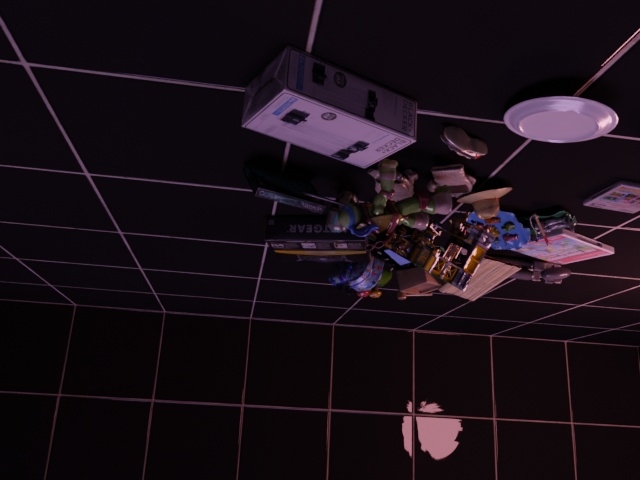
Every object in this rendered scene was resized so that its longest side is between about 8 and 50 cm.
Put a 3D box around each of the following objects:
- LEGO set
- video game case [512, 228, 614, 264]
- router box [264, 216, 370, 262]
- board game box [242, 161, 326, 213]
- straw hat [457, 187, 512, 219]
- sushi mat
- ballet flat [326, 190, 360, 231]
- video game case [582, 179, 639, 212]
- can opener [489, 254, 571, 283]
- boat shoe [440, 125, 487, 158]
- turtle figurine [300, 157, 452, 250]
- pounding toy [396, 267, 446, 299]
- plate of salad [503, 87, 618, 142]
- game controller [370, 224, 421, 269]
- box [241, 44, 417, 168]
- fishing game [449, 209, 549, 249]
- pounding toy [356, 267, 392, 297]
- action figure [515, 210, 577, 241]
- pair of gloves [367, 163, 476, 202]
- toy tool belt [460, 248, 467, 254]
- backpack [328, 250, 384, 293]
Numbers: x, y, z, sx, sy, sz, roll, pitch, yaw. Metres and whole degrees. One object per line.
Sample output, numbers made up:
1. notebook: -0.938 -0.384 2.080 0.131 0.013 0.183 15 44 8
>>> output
1. LEGO set: 0.287 -0.025 1.543 0.255 0.192 0.331 28 -177 -25
2. video game case: 0.772 0.024 1.894 0.285 0.025 0.204 15 159 -32
3. router box: 0.000 0.000 1.848 0.308 0.081 0.243 0 162 8
4. board game box: -0.087 -0.127 1.420 0.186 0.126 0.026 13 118 -31
5. straw hat: 0.418 -0.086 1.481 0.144 0.061 0.144 -11 172 -2
6. sushi mat: 0.549 0.136 2.055 0.151 0.019 0.316 14 151 -12
7. ballet flat: 0.065 -0.090 1.493 0.072 0.068 0.213 15 -152 7
8. video game case: 0.777 -0.109 1.487 0.157 0.019 0.143 8 161 -12
9. can opener: 0.724 0.094 2.041 0.283 0.076 0.095 8 159 -9
10. boat shoe: 0.293 -0.201 1.231 0.137 0.049 0.043 11 163 -39
11. turtle figurine: 0.140 -0.111 1.319 0.266 0.275 0.198 2 123 -30
12. pounding toy: 0.368 0.154 2.234 0.181 0.094 0.206 13 152 -43
13. plate of salad: 0.449 -0.233 1.104 0.199 0.048 0.200 11 169 2
14. game controller: 0.276 0.033 1.899 0.166 0.067 0.319 -23 154 17
15. box: 0.020 -0.236 1.095 0.290 0.087 0.169 14 159 -32
16. fishing game: 0.498 -0.024 1.662 0.264 0.041 0.189 0 141 39
17. pounding toy: 0.185 0.184 2.349 0.182 0.110 0.237 7 161 -13
18. action figure: 0.596 -0.035 1.681 0.232 0.064 0.137 -10 156 37
19. pair of gloves: 0.253 -0.142 1.430 0.240 0.042 0.204 -4 165 27
20. toy tool belt: 0.485 0.023 1.915 0.083 0.052 0.051 10 -168 -12
21. backpack: 0.130 0.095 2.001 0.117 0.158 0.173 32 152 -27
